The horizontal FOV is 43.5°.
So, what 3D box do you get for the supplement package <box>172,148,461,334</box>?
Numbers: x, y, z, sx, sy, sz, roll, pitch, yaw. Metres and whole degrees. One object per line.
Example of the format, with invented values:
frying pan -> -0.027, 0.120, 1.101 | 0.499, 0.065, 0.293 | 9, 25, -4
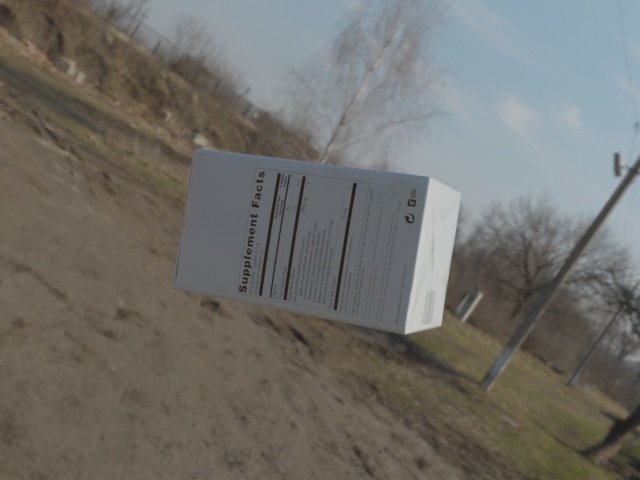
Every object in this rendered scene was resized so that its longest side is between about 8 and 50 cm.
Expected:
supplement package -> 0.000, 0.000, 0.976 | 0.293, 0.175, 0.177 | 9, 1, 22
